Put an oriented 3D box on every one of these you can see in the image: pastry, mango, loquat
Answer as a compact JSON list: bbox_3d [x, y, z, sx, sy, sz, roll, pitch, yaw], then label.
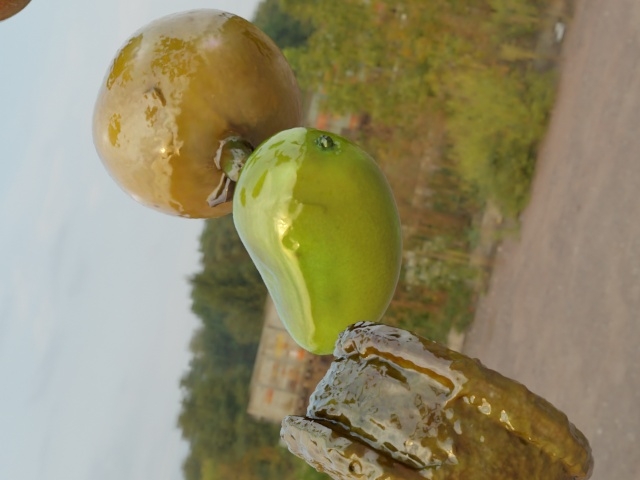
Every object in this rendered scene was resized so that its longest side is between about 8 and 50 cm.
[{"bbox_3d":[0.072,0.130,0.710,0.103,0.189,0.189,-60,-5,-13],"label":"pastry"},{"bbox_3d":[0.007,-0.006,1.315,0.149,0.185,0.273,-101,-14,-70],"label":"mango"},{"bbox_3d":[-0.177,-0.177,1.684,0.359,0.328,0.328,49,134,52],"label":"loquat"}]

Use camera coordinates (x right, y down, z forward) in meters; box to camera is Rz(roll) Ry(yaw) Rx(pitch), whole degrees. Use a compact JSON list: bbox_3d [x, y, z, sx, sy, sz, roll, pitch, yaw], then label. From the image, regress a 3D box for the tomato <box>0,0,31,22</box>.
[{"bbox_3d":[-0.556,-0.480,1.822,0.270,0.222,0.270,-171,90,-75],"label":"tomato"}]
